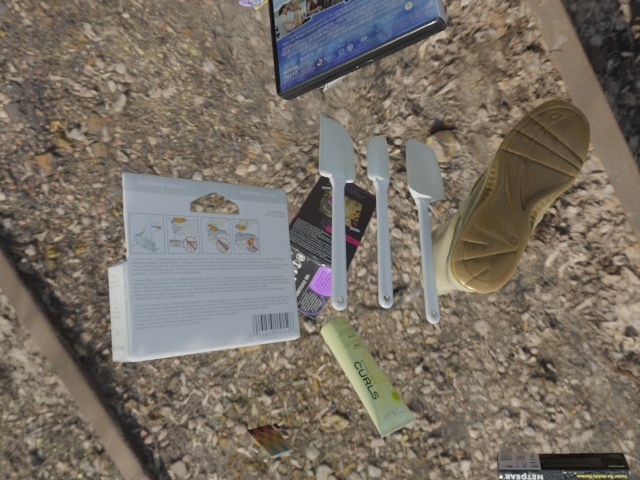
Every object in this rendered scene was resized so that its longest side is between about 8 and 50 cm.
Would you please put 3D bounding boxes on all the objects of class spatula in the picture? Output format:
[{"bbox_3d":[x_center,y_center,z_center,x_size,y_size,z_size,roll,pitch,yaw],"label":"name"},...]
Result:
[{"bbox_3d":[0.076,-0.028,0.613,0.168,0.019,0.241,13,60,-25],"label":"spatula"}]

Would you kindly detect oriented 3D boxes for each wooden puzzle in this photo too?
[{"bbox_3d":[-0.066,0.262,0.697,0.049,0.083,0.006,34,101,32],"label":"wooden puzzle"}]

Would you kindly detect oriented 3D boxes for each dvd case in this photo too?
[{"bbox_3d":[0.020,-0.284,0.528,0.181,0.022,0.252,-15,74,34],"label":"dvd case"}]

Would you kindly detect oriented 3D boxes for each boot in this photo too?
[{"bbox_3d":[0.226,-0.043,0.696,0.095,0.203,0.261,30,81,2],"label":"boot"}]

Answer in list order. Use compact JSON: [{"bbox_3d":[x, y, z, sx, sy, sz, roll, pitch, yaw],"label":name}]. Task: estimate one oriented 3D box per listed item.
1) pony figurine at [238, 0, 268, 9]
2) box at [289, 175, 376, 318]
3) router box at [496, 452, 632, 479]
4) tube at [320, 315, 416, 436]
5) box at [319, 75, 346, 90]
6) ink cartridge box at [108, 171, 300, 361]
[{"bbox_3d":[-0.179,-0.659,1.048,0.351,0.303,0.363,-36,109,4],"label":"pony figurine"},{"bbox_3d":[0.000,0.000,1.125,0.143,0.270,0.165,30,132,-1],"label":"box"},{"bbox_3d":[0.365,0.387,0.796,0.179,0.046,0.133,-9,100,19],"label":"router box"},{"bbox_3d":[0.086,0.254,1.023,0.070,0.062,0.240,-32,60,-3],"label":"tube"},{"bbox_3d":[0.062,-0.383,0.793,0.087,0.290,0.169,42,58,8],"label":"box"},{"bbox_3d":[-0.160,0.037,0.768,0.060,0.275,0.238,-15,77,46],"label":"ink cartridge box"}]
